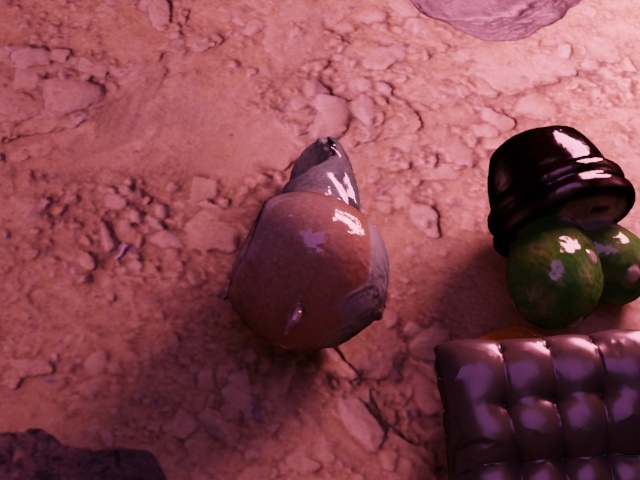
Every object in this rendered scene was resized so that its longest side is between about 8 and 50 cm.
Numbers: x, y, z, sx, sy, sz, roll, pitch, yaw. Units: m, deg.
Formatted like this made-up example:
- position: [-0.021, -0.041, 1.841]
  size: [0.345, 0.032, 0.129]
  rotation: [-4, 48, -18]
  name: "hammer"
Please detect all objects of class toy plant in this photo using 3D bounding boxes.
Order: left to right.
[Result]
- position: [0.280, -0.009, 1.618]
  size: [0.218, 0.175, 0.235]
  rotation: [-1, 61, -40]
  name: "toy plant"

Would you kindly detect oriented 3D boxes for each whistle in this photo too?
- position: [0.000, 0.000, 1.593]
  size: [0.189, 0.189, 0.347]
  rotation: [9, 36, 1]
  name: "whistle"

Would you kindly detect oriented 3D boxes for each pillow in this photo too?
- position: [0.240, 0.252, 1.387]
  size: [0.228, 0.101, 0.326]
  rotation: [-3, 69, -7]
  name: "pillow"

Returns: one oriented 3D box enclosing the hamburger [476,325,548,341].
- position: [0.211, 0.164, 1.521]
  size: [0.138, 0.083, 0.147]
  rotation: [-21, 52, -18]
  name: "hamburger"
